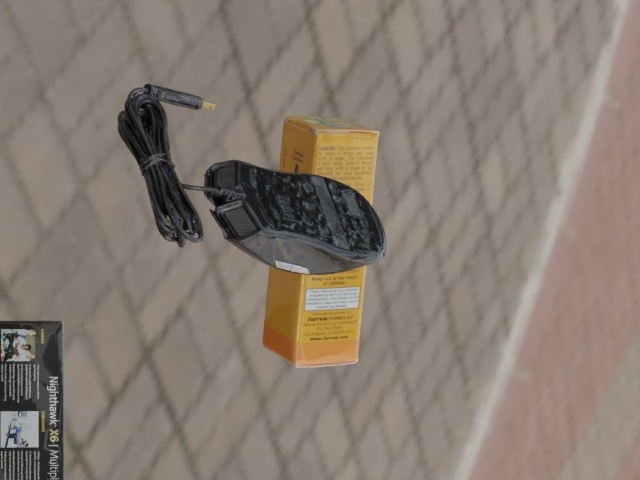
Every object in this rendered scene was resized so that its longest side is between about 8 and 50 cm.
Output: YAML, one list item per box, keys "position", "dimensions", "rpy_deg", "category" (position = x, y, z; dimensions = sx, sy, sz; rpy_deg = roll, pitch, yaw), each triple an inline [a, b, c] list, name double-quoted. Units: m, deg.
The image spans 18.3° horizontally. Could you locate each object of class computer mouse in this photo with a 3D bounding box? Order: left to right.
- position: [-0.069, -0.046, 1.740]
  dimensions: [0.262, 0.184, 0.060]
  rpy_deg: [7, 137, -41]
  category: "computer mouse"

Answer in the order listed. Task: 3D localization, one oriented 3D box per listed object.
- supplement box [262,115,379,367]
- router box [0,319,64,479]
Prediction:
- position: [0.000, 0.000, 1.918]
  dimensions: [0.080, 0.078, 0.233]
  rpy_deg: [-3, 106, -28]
  category: "supplement box"
- position: [-0.407, 0.244, 2.217]
  dimensions: [0.081, 0.243, 0.309]
  rpy_deg: [115, -25, -69]
  category: "router box"
